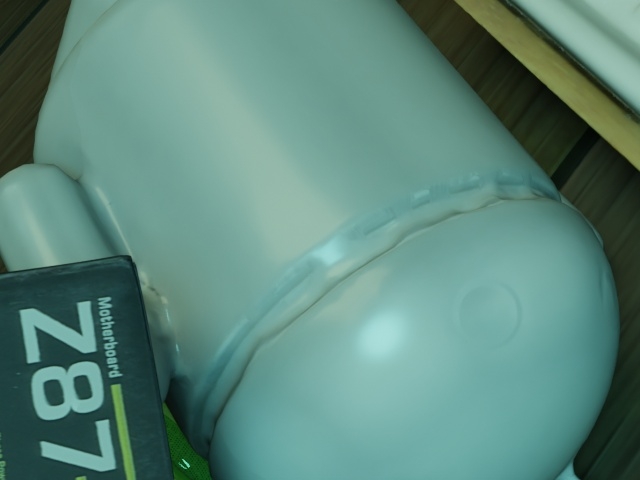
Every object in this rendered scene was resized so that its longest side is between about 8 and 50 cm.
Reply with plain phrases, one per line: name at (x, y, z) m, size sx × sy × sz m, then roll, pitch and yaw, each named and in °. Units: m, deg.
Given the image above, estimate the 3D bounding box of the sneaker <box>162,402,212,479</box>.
sneaker at (-0.088, 0.038, 0.769) m, size 0.123 × 0.109 × 0.295 m, roll -34°, pitch 43°, yaw 7°

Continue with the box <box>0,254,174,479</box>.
box at (-0.182, 0.220, 0.416) m, size 0.318 × 0.395 × 0.097 m, roll -10°, pitch -5°, yaw -17°

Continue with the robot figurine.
robot figurine at (0.000, 0.000, 0.637) m, size 0.300 × 0.200 × 0.353 m, roll -15°, pitch 55°, yaw -33°

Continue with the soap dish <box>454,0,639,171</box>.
soap dish at (0.207, -0.145, 0.713) m, size 0.229 × 0.118 × 0.291 m, roll -37°, pitch 42°, yaw 2°
